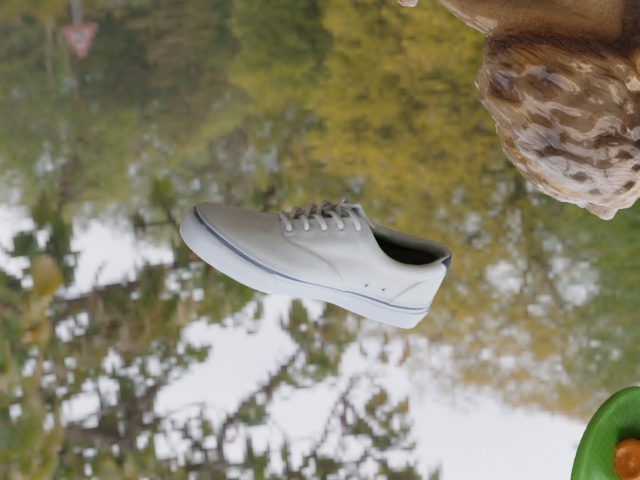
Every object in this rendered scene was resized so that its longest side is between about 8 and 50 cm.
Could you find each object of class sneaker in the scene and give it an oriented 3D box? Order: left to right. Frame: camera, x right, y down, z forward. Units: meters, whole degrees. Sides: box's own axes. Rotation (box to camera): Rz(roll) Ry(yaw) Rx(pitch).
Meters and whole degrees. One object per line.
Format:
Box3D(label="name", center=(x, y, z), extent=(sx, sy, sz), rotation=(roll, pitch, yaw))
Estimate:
Box3D(label="sneaker", center=(0.000, 0.000, 1.347), extent=(0.258, 0.091, 0.094), rotation=(16, -153, -27))

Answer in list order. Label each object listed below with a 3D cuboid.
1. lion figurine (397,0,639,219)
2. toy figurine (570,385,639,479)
Box3D(label="lion figurine", center=(0.218, -0.231, 1.154), extent=(0.240, 0.392, 0.142), rotation=(31, -162, 29))
Box3D(label="toy figurine", center=(0.262, 0.193, 0.970), extent=(0.159, 0.173, 0.130), rotation=(8, -174, 44))
